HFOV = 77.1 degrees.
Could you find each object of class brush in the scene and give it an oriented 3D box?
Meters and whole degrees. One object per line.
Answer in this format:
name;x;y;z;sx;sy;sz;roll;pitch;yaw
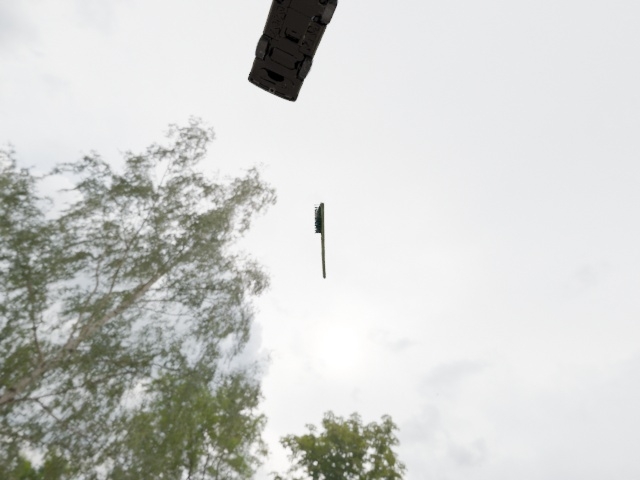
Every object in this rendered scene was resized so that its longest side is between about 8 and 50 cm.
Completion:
brush;0.000;0.000;0.433;0.013;0.016;0.083;-3;-87;-4

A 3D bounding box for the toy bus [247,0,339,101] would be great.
toy bus;-0.061;-0.522;0.984;0.143;0.178;0.305;20;-46;-12
